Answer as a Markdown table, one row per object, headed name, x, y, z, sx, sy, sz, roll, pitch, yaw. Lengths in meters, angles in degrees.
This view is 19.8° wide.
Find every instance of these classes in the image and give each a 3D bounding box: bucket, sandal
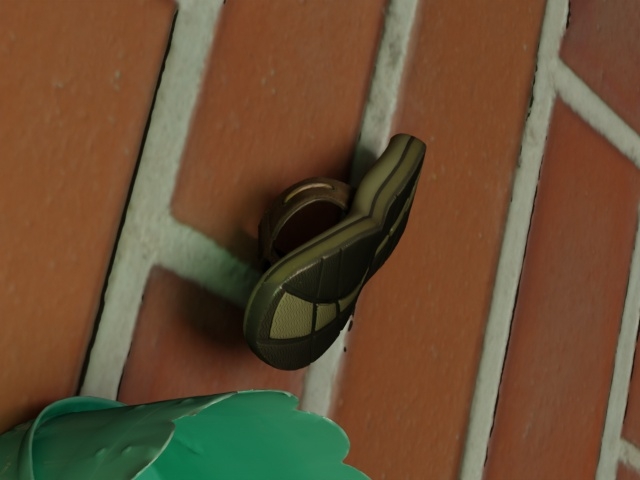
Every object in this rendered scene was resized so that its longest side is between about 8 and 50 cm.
| name | x | y | z | sx | sy | sz | roll | pitch | yaw |
| --- | --- | --- | --- | --- | --- | --- | --- | --- | --- |
| bucket | -0.101 | 0.225 | 1.155 | 0.281 | 0.183 | 0.281 | 6 | 82 | -51 |
| sandal | 0.000 | 0.001 | 1.382 | 0.303 | 0.086 | 0.120 | -51 | 163 | -60 |
